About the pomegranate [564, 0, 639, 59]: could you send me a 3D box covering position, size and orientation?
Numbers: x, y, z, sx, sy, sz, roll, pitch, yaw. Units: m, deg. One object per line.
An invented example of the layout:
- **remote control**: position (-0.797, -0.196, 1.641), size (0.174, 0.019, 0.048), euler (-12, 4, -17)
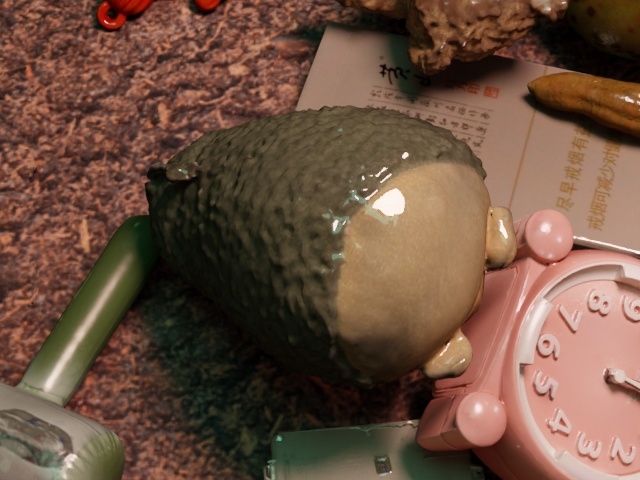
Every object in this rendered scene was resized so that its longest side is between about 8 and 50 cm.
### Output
- **pomegranate**: position (0.366, -0.294, 1.465), size (0.285, 0.231, 0.231), euler (-11, 57, -29)

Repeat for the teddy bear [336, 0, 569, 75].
- **teddy bear**: position (0.107, -0.315, 1.437), size (0.246, 0.222, 0.296), euler (-24, 92, 0)

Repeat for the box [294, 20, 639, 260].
- **box**: position (0.154, -0.096, 1.436), size (0.365, 0.051, 0.205), euler (14, 60, 9)

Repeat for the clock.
- **clock**: position (0.228, 0.123, 1.251), size (0.241, 0.142, 0.227), euler (25, 73, -11)

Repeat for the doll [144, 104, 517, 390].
- **doll**: position (0.000, 0.000, 1.259), size (0.349, 0.247, 0.247), euler (13, 56, 44)

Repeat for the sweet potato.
- **sweet potato**: position (0.288, -0.130, 1.393), size (0.182, 0.053, 0.054), euler (14, 65, 9)

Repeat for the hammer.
- **hammer**: position (-0.230, 0.106, 1.307), size (0.206, 0.119, 0.335), euler (21, 56, 13)

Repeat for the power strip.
- **power strip**: position (0.046, 0.202, 1.276), size (0.192, 0.035, 0.081), euler (-6, 59, -2)

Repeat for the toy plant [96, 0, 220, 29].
- **toy plant**: position (-0.139, -0.328, 1.540), size (0.154, 0.088, 0.240), euler (13, 98, -8)
